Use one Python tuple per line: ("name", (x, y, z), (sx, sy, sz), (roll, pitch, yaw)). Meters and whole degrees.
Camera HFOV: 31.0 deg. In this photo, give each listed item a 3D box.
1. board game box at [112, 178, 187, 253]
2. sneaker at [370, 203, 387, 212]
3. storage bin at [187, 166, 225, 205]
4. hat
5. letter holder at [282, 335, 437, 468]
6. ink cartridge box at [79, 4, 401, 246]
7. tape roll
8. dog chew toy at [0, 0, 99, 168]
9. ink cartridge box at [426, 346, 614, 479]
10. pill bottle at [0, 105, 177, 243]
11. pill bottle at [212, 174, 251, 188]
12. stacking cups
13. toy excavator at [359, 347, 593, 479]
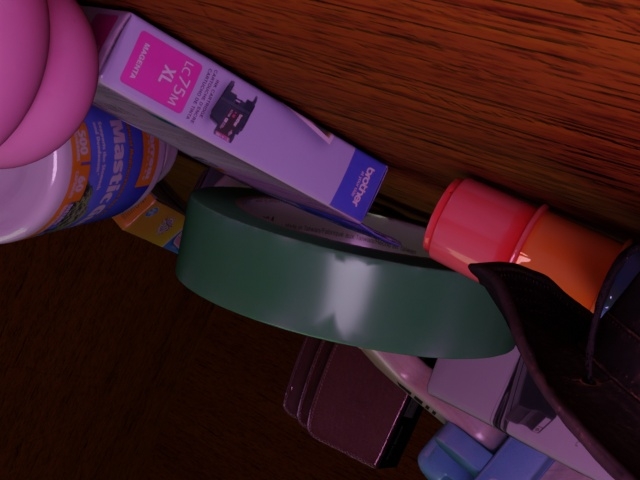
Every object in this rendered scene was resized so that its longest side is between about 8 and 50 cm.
("board game box", (-0.301, -0.100, 1.737), (0.242, 0.064, 0.316), (47, -179, 11))
("sneaker", (0.079, 0.006, 1.285), (0.186, 0.069, 0.084), (24, -178, -1))
("storage bin", (-0.131, -0.057, 1.736), (0.135, 0.098, 0.091), (25, 167, -1))
("hat", (0.232, 0.068, 0.553), (0.331, 0.134, 0.331), (36, -169, -8))
("letter holder", (0.067, 0.153, 1.702), (0.214, 0.301, 0.152), (24, 177, 17))
("ink cartridge box", (-0.081, -0.093, 0.930), (0.311, 0.065, 0.186), (30, 174, -37))
("tape roll", (0.030, 0.023, 1.061), (0.321, 0.077, 0.321), (11, -170, -2))
("dog chew toy", (-0.248, -0.120, 0.633), (0.207, 0.206, 0.332), (23, -176, 26))
("ink cartridge box", (0.321, 0.160, 1.081), (0.286, 0.166, 0.395), (25, 177, -21))
("pill bottle", (-0.234, -0.087, 1.058), (0.152, 0.152, 0.272), (24, -165, 14))
("pill bottle", (-0.053, -0.008, 1.440), (0.136, 0.136, 0.246), (24, 177, 12))
("stacking cups", (0.222, 0.042, 0.761), (0.316, 0.096, 0.096), (29, 178, 16))
("toy excavator", (0.184, 0.232, 1.421), (0.445, 0.222, 0.433), (35, 168, 28))
